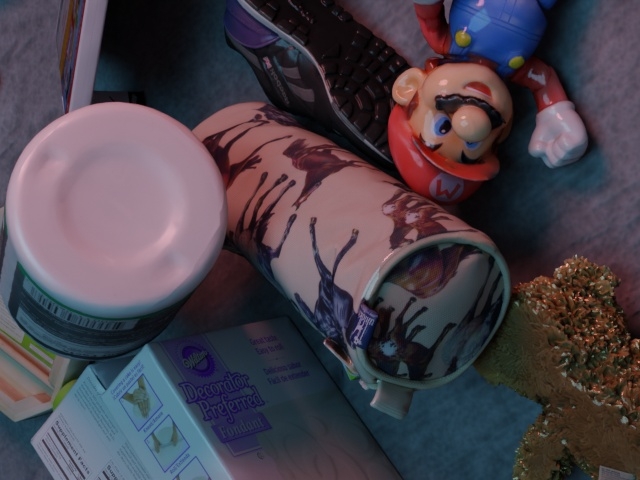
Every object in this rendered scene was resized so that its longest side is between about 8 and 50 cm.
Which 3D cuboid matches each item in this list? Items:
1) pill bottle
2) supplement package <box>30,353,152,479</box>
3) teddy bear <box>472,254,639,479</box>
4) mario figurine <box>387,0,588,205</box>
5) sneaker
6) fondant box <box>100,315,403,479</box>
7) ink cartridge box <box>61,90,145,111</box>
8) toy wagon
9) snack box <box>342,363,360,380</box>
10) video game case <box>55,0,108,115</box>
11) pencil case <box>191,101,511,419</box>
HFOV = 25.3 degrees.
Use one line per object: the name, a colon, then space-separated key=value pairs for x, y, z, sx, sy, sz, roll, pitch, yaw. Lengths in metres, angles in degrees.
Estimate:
pill bottle: x=-0.222 y=0.010 z=1.443 sx=0.361 sy=0.204 sz=0.204 roll=138 pitch=115 yaw=-70
supplement package: x=-0.150 y=0.263 z=1.584 sx=0.262 sy=0.204 sz=0.145 roll=53 pitch=123 yaw=21
teddy bear: x=0.293 y=0.176 z=1.331 sx=0.338 sy=0.113 sz=0.245 roll=36 pitch=121 yaw=20
mario figurine: x=0.167 y=-0.177 z=1.339 sx=0.198 sy=0.170 sz=0.320 roll=30 pitch=108 yaw=27
sneaker: x=0.005 y=-0.171 z=1.520 sx=0.283 sy=0.107 sz=0.124 roll=50 pitch=148 yaw=14
fondant box: x=-0.042 y=0.245 z=1.483 sx=0.096 sy=0.238 sz=0.330 roll=-49 pitch=67 yaw=29
ink cartridge box: x=-0.243 y=-0.073 z=1.689 sx=0.046 sy=0.097 sz=0.207 roll=-8 pitch=89 yaw=37
toy wagon: x=-0.359 y=0.056 z=1.803 sx=0.267 sy=0.068 sz=0.344 roll=32 pitch=111 yaw=29
snack box: x=0.045 y=0.064 z=1.527 sx=0.100 sy=0.037 sz=0.141 roll=-37 pitch=71 yaw=33
video game case: x=-0.270 y=-0.270 z=1.614 sx=0.285 sy=0.025 sz=0.204 roll=-111 pitch=31 yaw=-58
pencil case: x=0.000 y=0.000 z=1.413 sx=0.183 sy=0.160 sz=0.410 roll=-53 pitch=40 yaw=-1
